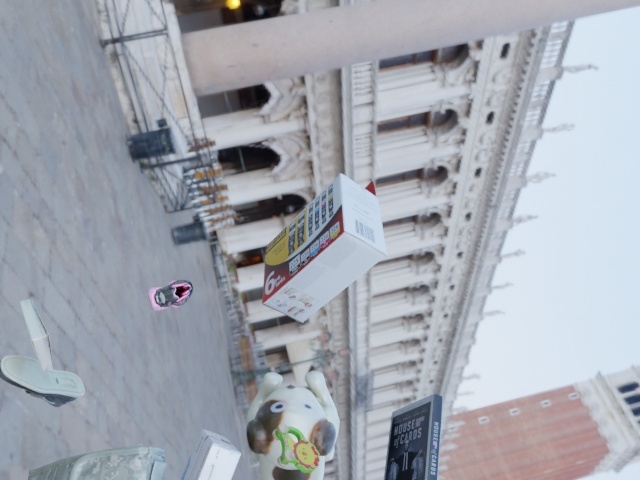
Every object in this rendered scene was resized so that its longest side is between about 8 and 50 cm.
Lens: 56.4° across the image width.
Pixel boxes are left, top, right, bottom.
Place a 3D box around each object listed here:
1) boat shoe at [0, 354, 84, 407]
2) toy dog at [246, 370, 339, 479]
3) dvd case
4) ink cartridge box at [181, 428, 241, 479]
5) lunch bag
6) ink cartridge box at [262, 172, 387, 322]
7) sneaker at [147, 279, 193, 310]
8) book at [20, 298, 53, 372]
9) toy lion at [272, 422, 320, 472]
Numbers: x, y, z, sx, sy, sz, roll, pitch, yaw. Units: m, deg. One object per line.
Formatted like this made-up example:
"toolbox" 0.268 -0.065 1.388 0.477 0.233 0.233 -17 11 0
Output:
"boat shoe" -0.637 0.323 1.338 0.084 0.079 0.233 64 7 34
"toy dog" -0.094 0.549 1.656 0.407 0.285 0.395 95 7 -57
"dvd case" 0.195 0.464 1.276 0.179 0.030 0.238 -47 -155 52
"ink cartridge box" -0.278 0.569 1.499 0.139 0.082 0.191 -68 -163 -14
"lunch bag" -0.391 0.502 1.045 0.169 0.287 0.235 33 42 -46
"ink cartridge box" 0.000 0.000 1.458 0.309 0.130 0.271 -42 -148 32
"sneaker" -0.233 0.086 0.990 0.119 0.057 0.047 -27 97 -75
"book" -0.612 0.204 1.284 0.144 0.035 0.096 40 -44 43
"toy lion" -0.047 0.440 1.258 0.034 0.096 0.100 -53 -144 28
